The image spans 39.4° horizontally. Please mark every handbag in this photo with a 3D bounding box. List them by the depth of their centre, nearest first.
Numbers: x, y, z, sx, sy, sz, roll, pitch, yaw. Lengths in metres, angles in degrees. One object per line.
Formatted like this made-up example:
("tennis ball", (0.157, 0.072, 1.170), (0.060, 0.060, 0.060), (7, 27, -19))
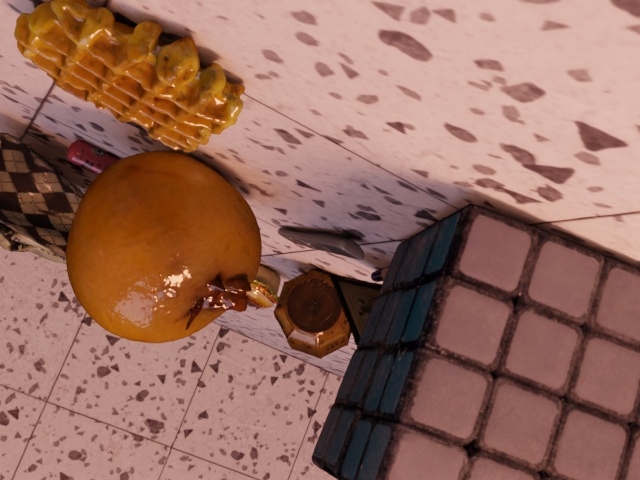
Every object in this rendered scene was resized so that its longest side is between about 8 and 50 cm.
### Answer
("handbag", (-0.465, -0.029, 1.600), (0.317, 0.180, 0.416), (33, 170, -10))

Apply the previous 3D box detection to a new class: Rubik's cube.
("Rubik's cube", (0.224, 0.188, 1.080), (0.344, 0.344, 0.337), (22, 167, -6))

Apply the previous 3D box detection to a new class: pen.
("pen", (0.119, 0.049, 1.396), (0.025, 0.025, 0.204), (24, 168, -11))

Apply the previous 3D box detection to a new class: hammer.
("hammer", (-0.356, -0.127, 1.405), (0.083, 0.043, 0.043), (29, 166, -23))

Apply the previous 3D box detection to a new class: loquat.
("loquat", (-0.209, 0.013, 1.244), (0.275, 0.274, 0.275), (20, 168, 5))

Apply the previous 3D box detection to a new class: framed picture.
("framed picture", (0.120, 0.134, 1.409), (0.199, 0.010, 0.195), (13, -147, -26))

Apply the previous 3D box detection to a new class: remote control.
("remote control", (0.000, 0.000, 1.390), (0.050, 0.027, 0.184), (32, 169, -35))

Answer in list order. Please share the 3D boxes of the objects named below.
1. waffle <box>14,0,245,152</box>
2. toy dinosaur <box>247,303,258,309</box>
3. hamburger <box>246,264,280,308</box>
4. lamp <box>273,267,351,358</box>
("waffle", (-0.191, -0.172, 0.897), (0.229, 0.057, 0.219), (27, 166, -22))
("toy dinosaur", (-0.169, 0.137, 2.194), (0.154, 0.049, 0.055), (16, 164, 44))
("hamburger", (-0.142, 0.093, 1.884), (0.141, 0.081, 0.126), (17, 167, 22))
("lamp", (-0.007, 0.141, 1.707), (0.161, 0.161, 0.185), (20, 168, 6))
